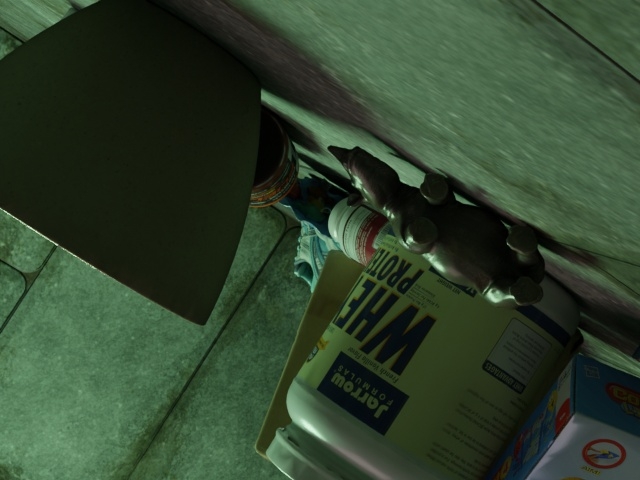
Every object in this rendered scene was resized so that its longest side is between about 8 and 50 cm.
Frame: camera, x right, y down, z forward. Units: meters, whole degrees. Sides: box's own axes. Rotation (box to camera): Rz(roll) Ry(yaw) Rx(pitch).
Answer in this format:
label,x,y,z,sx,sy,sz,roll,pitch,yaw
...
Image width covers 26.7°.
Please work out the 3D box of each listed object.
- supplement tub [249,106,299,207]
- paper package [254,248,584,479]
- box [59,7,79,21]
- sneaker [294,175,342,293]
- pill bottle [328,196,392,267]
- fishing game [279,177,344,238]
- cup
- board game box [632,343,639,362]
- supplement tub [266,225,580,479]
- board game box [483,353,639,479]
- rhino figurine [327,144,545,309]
label,x,y,z,sx,sy,sz,roll,pitch,yaw
supplement tub,-0.080,-0.096,1.612,0.106,0.106,0.198,32,178,7
paper package,0.129,0.197,1.706,0.325,0.309,0.168,11,161,30
box,-0.253,-0.137,1.881,0.215,0.168,0.345,33,172,24
sneaker,0.000,0.000,1.958,0.110,0.122,0.283,31,-167,-19
pill bottle,0.077,-0.003,1.677,0.086,0.086,0.152,34,178,-38
fishing game,0.009,-0.050,1.822,0.264,0.041,0.189,24,-161,-18
cup,-0.190,-0.101,1.334,0.331,0.237,0.331,33,178,2
board game box,0.396,0.151,1.152,0.243,0.042,0.165,32,178,2
supplement tub,0.109,0.151,1.485,0.235,0.325,0.235,32,177,2
board game box,0.334,0.296,1.418,0.308,0.302,0.086,22,-141,-6
rhino figurine,0.103,-0.017,1.222,0.243,0.073,0.106,34,175,12
